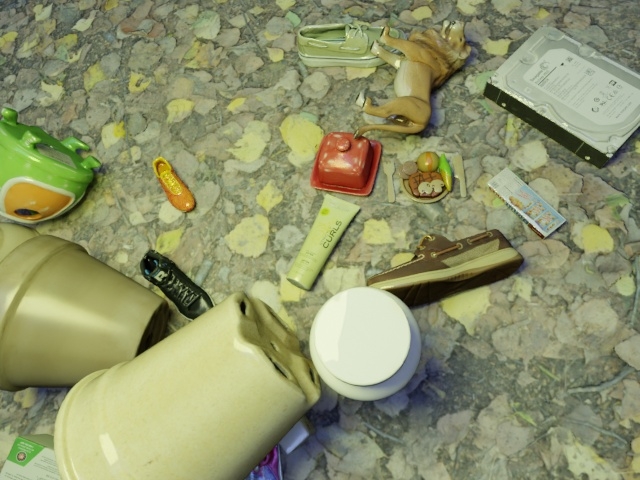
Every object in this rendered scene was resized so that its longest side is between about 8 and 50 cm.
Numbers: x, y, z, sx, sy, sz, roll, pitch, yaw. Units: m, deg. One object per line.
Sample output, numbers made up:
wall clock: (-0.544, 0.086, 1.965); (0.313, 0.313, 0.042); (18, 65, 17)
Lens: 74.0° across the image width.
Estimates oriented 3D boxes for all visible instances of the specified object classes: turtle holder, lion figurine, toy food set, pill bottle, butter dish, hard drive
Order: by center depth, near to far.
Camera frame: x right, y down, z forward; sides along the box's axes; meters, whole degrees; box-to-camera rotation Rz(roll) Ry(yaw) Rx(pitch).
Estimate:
pill bottle: (0.083, 0.191, 0.767); (0.188, 0.334, 0.188); (-3, 70, 8)
toy food set: (0.252, -0.154, 1.023); (0.192, 0.038, 0.132); (-5, 70, 7)
butter dish: (0.058, -0.205, 1.029); (0.160, 0.118, 0.160); (11, 73, 12)
hard drive: (0.608, -0.360, 1.030); (0.237, 0.064, 0.339); (-44, 69, -8)
lion figurine: (0.228, -0.382, 1.050); (0.240, 0.142, 0.392); (20, 78, -12)
turtle holder: (-0.755, -0.190, 1.089); (0.320, 0.243, 0.227); (35, 96, 9)

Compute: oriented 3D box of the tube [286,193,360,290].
tube: (0.000, 0.000, 0.999); (0.070, 0.062, 0.240); (37, 70, -22)

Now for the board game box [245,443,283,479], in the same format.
board game box: (-0.255, 0.595, 0.827); (0.390, 0.050, 0.390); (-12, 69, 5)

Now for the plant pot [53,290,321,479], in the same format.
plant pot: (-0.178, 0.263, 0.703); (0.305, 0.334, 0.334); (-40, 69, 5)

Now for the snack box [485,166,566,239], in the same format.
snack box: (0.468, -0.087, 0.974); (0.064, 0.022, 0.178); (-37, 69, -6)

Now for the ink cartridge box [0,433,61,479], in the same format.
ink cartridge box: (-0.590, 0.534, 0.881); (0.153, 0.087, 0.208); (13, 72, 13)

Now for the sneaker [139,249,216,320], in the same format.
sneaker: (-0.340, 0.107, 0.976); (0.217, 0.121, 0.079); (39, 81, 19)

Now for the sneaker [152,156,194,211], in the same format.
sneaker: (-0.388, -0.143, 1.104); (0.064, 0.067, 0.175); (-38, 71, -8)

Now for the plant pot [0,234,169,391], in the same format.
plant pot: (-0.495, 0.181, 0.901); (0.280, 0.323, 0.323); (17, 73, -3)

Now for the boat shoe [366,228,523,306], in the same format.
boat shoe: (0.250, 0.048, 0.907); (0.342, 0.123, 0.123); (-15, 59, -6)

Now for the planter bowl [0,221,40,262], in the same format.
planter bowl: (-0.826, 0.019, 1.091); (0.162, 0.109, 0.162); (-3, 69, 8)

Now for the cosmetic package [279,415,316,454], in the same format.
cosmetic package: (-0.109, 0.316, 0.879); (0.060, 0.099, 0.239); (-40, 70, -6)

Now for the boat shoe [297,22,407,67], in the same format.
boat shoe: (0.084, -0.538, 1.157); (0.302, 0.094, 0.109); (-4, 70, 8)
